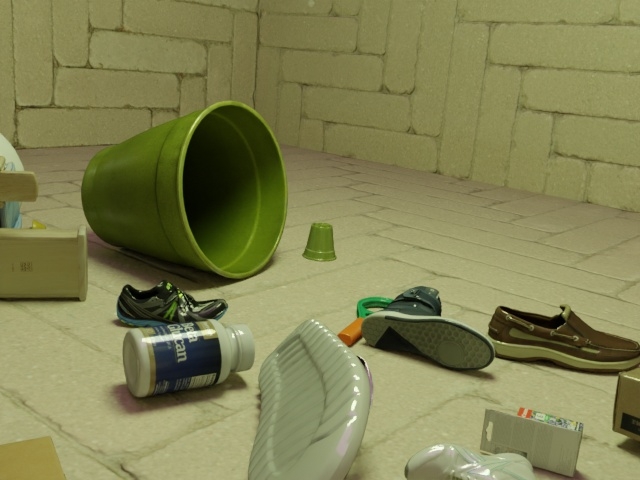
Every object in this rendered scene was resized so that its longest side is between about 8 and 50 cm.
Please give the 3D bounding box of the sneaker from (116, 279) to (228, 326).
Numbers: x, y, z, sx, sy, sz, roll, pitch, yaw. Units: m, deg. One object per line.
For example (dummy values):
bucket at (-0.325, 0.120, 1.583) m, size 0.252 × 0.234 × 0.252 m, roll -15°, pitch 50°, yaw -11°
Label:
sneaker at (-0.252, 0.108, 1.206) m, size 0.188 × 0.078 × 0.067 m, roll 4°, pitch 15°, yaw -4°

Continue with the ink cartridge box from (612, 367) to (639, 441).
ink cartridge box at (0.534, 0.225, 0.936) m, size 0.235 × 0.088 × 0.193 m, roll -3°, pitch 11°, yaw -40°

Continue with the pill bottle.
pill bottle at (-0.182, 0.160, 0.993) m, size 0.169 × 0.094 × 0.094 m, roll -4°, pitch 17°, yaw -31°

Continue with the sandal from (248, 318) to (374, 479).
sandal at (0.006, 0.203, 0.859) m, size 0.102 × 0.169 × 0.416 m, roll 43°, pitch 8°, yaw -12°

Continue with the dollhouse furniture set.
dollhouse furniture set at (-0.541, -0.061, 1.350) m, size 0.198 × 0.286 × 0.303 m, roll 1°, pitch 26°, yaw -15°

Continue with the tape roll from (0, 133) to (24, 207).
tape roll at (-0.795, -0.124, 1.525) m, size 0.286 × 0.286 × 0.100 m, roll 3°, pitch 15°, yaw -7°

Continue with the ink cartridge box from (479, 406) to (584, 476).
ink cartridge box at (0.260, 0.243, 0.877) m, size 0.115 × 0.063 × 0.029 m, roll 11°, pitch 17°, yaw 23°

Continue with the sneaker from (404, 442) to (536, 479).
sneaker at (0.170, 0.265, 0.789) m, size 0.152 × 0.053 × 0.061 m, roll 5°, pitch 17°, yaw -3°

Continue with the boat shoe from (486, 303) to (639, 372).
boat shoe at (0.413, 0.157, 1.190) m, size 0.257 × 0.095 × 0.095 m, roll 5°, pitch 15°, yaw 1°

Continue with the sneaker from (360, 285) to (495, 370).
sneaker at (0.205, 0.142, 1.203) m, size 0.226 × 0.086 × 0.163 m, roll 12°, pitch 19°, yaw 30°

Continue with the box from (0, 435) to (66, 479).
box at (-0.358, 0.259, 0.704) m, size 0.201 × 0.021 × 0.164 m, roll -4°, pitch 17°, yaw -29°

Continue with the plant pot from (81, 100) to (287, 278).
plant pot at (-0.317, -0.101, 1.557) m, size 0.353 × 0.366 × 0.366 m, roll -1°, pitch 10°, yaw 31°

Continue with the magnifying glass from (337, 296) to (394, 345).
magnifying glass at (0.088, 0.144, 1.289) m, size 0.092 × 0.026 × 0.231 m, roll 11°, pitch 14°, yaw 23°

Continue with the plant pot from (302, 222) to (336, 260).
plant pot at (0.000, 0.000, 1.696) m, size 0.083 × 0.079 × 0.083 m, roll 4°, pitch 15°, yaw -1°
